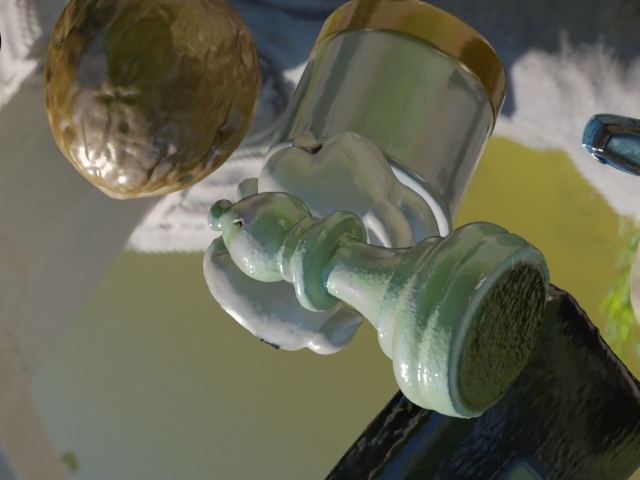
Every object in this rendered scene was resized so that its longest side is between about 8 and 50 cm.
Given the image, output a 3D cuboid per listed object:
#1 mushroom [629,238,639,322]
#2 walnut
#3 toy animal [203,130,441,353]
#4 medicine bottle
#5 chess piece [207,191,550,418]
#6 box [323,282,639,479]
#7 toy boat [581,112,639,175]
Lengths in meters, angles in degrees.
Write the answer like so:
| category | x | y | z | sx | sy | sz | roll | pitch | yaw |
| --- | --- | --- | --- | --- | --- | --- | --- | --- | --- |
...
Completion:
| category | x | y | z | sx | sy | sz | roll | pitch | yaw |
| --- | --- | --- | --- | --- | --- | --- | --- | --- | --- |
| mushroom | 0.491 | 0.078 | 1.822 | 0.254 | 0.260 | 0.234 | 41 | 138 | 22 |
| walnut | -0.234 | -0.213 | 2.026 | 0.332 | 0.333 | 0.333 | 13 | 133 | 15 |
| toy animal | 0.001 | 0.008 | 1.309 | 0.193 | 0.127 | 0.178 | -40 | 80 | 21 |
| medicine bottle | 0.075 | -0.127 | 1.736 | 0.237 | 0.232 | 0.238 | 18 | 151 | 10 |
| chess piece | 0.022 | 0.023 | 1.094 | 0.271 | 0.139 | 0.139 | 22 | 138 | 33 |
| box | 0.166 | 0.227 | 1.457 | 0.091 | 0.350 | 0.359 | 39 | 176 | 41 |
| toy boat | 0.336 | -0.099 | 1.557 | 0.137 | 0.061 | 0.060 | 14 | 113 | -21 |
